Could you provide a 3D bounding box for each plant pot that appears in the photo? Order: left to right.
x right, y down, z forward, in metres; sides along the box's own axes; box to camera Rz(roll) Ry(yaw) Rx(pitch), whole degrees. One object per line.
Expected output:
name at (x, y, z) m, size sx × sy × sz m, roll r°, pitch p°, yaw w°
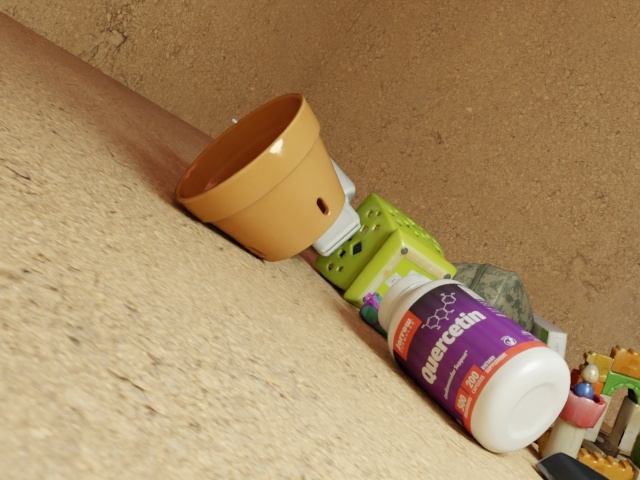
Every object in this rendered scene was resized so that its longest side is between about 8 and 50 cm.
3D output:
plant pot at (-0.092, -0.100, 1.325) m, size 0.203 × 0.291 × 0.291 m, roll 51°, pitch -3°, yaw -25°
plant pot at (0.158, 0.064, 1.646) m, size 0.227 × 0.228 × 0.207 m, roll 33°, pitch 11°, yaw -28°

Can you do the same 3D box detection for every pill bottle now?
pill bottle at (0.234, 0.183, 1.189) m, size 0.181 × 0.182 × 0.323 m, roll 31°, pitch 6°, yaw -41°

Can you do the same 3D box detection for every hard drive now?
hard drive at (0.480, 0.438, 1.158) m, size 0.254 × 0.054 × 0.172 m, roll 34°, pitch 5°, yaw -16°

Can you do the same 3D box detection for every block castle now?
block castle at (0.622, 0.345, 1.383) m, size 0.453 × 0.213 × 0.303 m, roll 16°, pitch 9°, yaw -2°

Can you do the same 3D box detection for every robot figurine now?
robot figurine at (-0.064, -0.130, 1.598) m, size 0.353 × 0.199 × 0.300 m, roll 49°, pitch -5°, yaw 8°

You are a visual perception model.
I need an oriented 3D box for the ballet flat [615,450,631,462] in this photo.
ballet flat at (0.825, 0.604, 1.950) m, size 0.232 × 0.080 × 0.073 m, roll 31°, pitch 34°, yaw -20°

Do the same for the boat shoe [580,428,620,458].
boat shoe at (0.646, 0.457, 1.817) m, size 0.257 × 0.095 × 0.095 m, roll 43°, pitch -2°, yaw 46°

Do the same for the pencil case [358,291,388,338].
pencil case at (0.148, 0.168, 1.444) m, size 0.151 × 0.064 × 0.070 m, roll 37°, pitch -20°, yaw 27°

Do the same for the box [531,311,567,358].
box at (0.647, 0.353, 2.158) m, size 0.058 × 0.232 × 0.322 m, roll 5°, pitch 6°, yaw 2°

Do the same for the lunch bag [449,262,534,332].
lunch bag at (0.448, 0.206, 2.097) m, size 0.256 × 0.213 × 0.305 m, roll 19°, pitch -23°, yaw 40°

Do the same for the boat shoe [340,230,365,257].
boat shoe at (0.097, 0.051, 2.107) m, size 0.340 × 0.127 × 0.158 m, roll 50°, pitch 36°, yaw -21°
